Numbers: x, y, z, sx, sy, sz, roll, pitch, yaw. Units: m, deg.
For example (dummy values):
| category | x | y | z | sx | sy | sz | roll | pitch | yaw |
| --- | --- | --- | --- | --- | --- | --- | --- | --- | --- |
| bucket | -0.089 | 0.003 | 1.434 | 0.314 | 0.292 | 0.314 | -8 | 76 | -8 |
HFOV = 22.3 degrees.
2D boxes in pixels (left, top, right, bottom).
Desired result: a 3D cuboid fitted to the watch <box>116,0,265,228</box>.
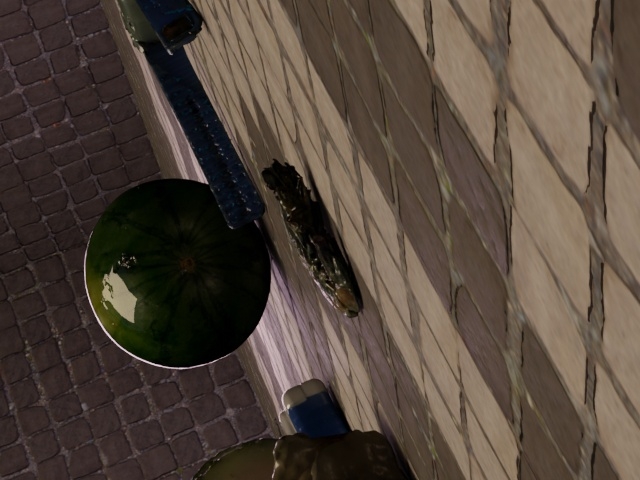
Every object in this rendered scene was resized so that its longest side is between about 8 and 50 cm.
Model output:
| category | x | y | z | sx | sy | sz | roll | pitch | yaw |
| --- | --- | --- | --- | --- | --- | --- | --- | --- | --- |
| watch | -0.155 | -0.193 | 1.864 | 0.274 | 0.068 | 0.276 | 53 | 165 | 47 |

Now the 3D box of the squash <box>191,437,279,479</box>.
| category | x | y | z | sx | sy | sz | roll | pitch | yaw |
| --- | --- | --- | --- | --- | --- | --- | --- | --- | --- |
| squash | -0.057 | 0.463 | 2.362 | 0.384 | 0.263 | 0.263 | 80 | 166 | -61 |

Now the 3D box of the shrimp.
| category | x | y | z | sx | sy | sz | roll | pitch | yaw |
| --- | --- | --- | --- | --- | --- | --- | --- | --- | --- |
| shrimp | 0.000 | 0.000 | 1.365 | 0.091 | 0.034 | 0.161 | 36 | 156 | 56 |

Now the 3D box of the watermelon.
| category | x | y | z | sx | sy | sz | roll | pitch | yaw |
| --- | --- | --- | --- | --- | --- | --- | --- | --- | --- |
| watermelon | -0.178 | 0.041 | 2.031 | 0.242 | 0.242 | 0.242 | 158 | 90 | -84 |

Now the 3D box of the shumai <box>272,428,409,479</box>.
| category | x | y | z | sx | sy | sz | roll | pitch | yaw |
| --- | --- | --- | --- | --- | --- | --- | --- | --- | --- |
| shumai | 0.004 | 0.270 | 1.518 | 0.218 | 0.184 | 0.185 | -50 | -63 | -82 |

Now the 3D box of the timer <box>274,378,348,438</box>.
| category | x | y | z | sx | sy | sz | roll | pitch | yaw |
| --- | --- | --- | --- | --- | --- | --- | --- | --- | --- |
| timer | 0.015 | 0.303 | 2.022 | 0.253 | 0.078 | 0.178 | 77 | 168 | -52 |
